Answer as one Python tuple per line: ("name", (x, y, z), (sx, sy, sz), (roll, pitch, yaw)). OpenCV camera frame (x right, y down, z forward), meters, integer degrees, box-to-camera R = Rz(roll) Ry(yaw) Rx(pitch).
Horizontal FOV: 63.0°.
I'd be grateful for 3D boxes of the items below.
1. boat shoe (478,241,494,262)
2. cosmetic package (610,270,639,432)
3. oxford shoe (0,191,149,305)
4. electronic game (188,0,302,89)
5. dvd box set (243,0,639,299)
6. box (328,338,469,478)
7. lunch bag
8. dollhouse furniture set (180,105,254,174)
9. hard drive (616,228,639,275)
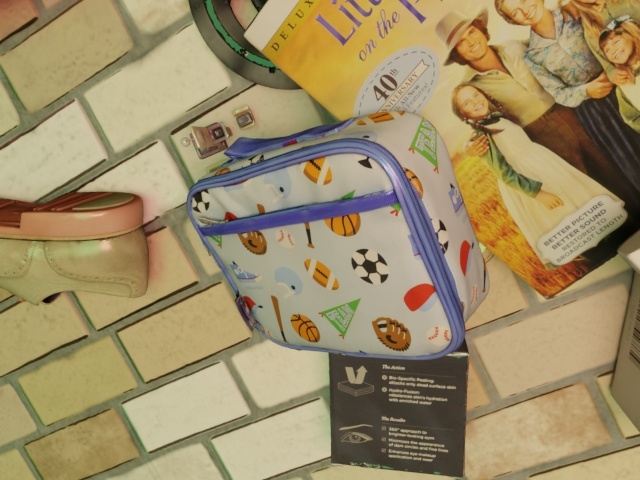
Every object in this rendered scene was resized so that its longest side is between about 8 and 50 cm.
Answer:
("boat shoe", (0.129, -0.025, 0.597), (0.170, 0.059, 0.063), (36, 107, 2))
("cosmetic package", (0.520, 0.116, 0.498), (0.385, 0.156, 0.217), (5, 101, 12))
("oxford shoe", (-0.415, 0.023, 0.682), (0.397, 0.140, 0.146), (-1, 109, 14))
("electronic game", (-0.036, -0.286, 0.580), (0.230, 0.048, 0.229), (1, 107, 4))
("dvd box set", (0.187, -0.164, 0.469), (0.420, 0.062, 0.307), (39, 118, -15))
("box", (0.094, 0.185, 0.632), (0.156, 0.093, 0.158), (1, 103, 11))
("lunch bag", (0.000, 0.000, 0.535), (0.304, 0.115, 0.243), (-7, 118, 42))
("dollhouse furniture set", (-0.112, -0.090, 0.621), (0.091, 0.081, 0.114), (-19, 98, 15))
("hard drive", (0.426, 0.055, 0.407), (0.203, 0.040, 0.307), (-44, 89, 14))
